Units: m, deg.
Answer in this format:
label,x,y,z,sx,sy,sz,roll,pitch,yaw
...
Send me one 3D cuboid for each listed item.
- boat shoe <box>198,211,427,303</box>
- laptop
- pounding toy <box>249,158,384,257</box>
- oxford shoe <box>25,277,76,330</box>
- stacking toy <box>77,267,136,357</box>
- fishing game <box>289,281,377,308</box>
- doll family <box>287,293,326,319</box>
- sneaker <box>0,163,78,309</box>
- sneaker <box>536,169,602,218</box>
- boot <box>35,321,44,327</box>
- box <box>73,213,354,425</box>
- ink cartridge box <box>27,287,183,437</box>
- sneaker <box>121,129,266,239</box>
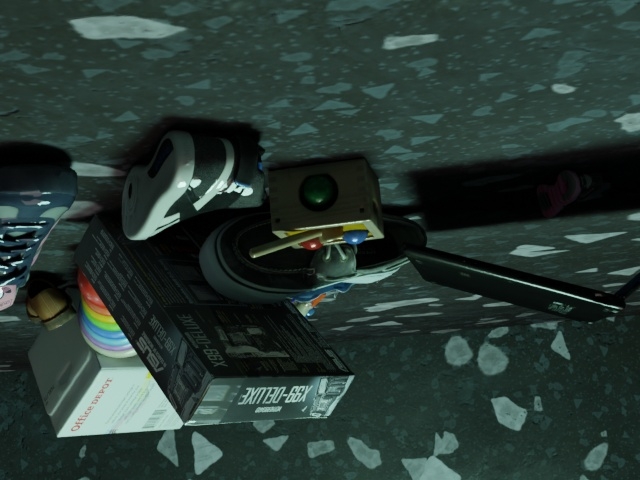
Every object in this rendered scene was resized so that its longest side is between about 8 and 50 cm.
label,x,y,z,sx,sy,sz,roll,pitch,yaw
boat shoe,0.000,0.000,1.273,0.335,0.121,0.119,-7,161,-43
laptop,0.346,-0.022,1.294,0.408,0.236,0.382,15,175,11
pounding toy,-0.003,-0.027,1.101,0.130,0.100,0.141,-7,169,11
oxford shoe,-0.466,0.094,1.659,0.076,0.076,0.212,-36,-164,-21
stacking toy,-0.326,0.091,1.536,0.141,0.141,0.330,-3,164,-7
fishing game,0.001,0.063,1.450,0.189,0.041,0.264,-3,-164,36
doll family,-0.065,0.117,1.624,0.118,0.263,0.163,28,138,-3
sneaker,-0.334,0.006,1.053,0.112,0.131,0.319,2,167,-28
sneaker,0.313,-0.061,1.229,0.057,0.047,0.119,-14,173,-14
boot,-0.456,0.145,1.895,0.086,0.069,0.190,-18,163,32
box,-0.135,0.095,1.233,0.242,0.307,0.076,7,122,-48
ink cartridge box,-0.363,0.225,1.830,0.270,0.197,0.198,6,132,-43
sneaker,-0.123,-0.047,1.002,0.121,0.079,0.217,2,166,-26
